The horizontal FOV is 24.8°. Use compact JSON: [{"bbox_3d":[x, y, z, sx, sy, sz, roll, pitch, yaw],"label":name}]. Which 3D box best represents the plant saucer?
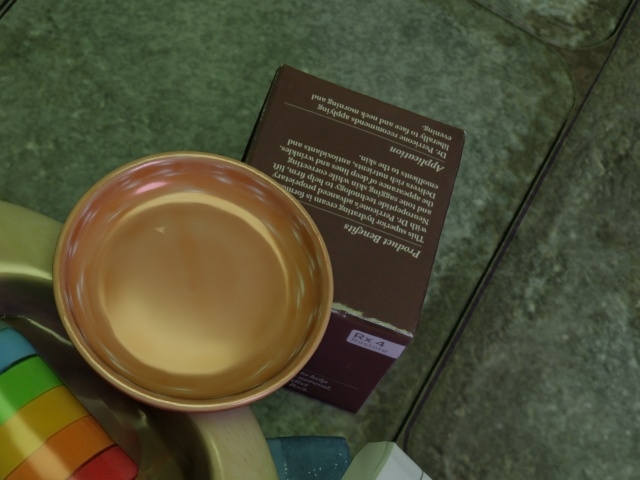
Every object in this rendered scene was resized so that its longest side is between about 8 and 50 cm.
[{"bbox_3d":[-0.091,0.031,1.043,0.200,0.037,0.200,5,64,-10],"label":"plant saucer"}]

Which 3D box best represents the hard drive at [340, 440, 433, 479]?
[{"bbox_3d":[0.100,0.346,1.038,0.353,0.047,0.233,47,58,-19],"label":"hard drive"}]

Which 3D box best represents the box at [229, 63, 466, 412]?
[{"bbox_3d":[0.000,0.000,1.199,0.168,0.167,0.203,21,60,-4],"label":"box"}]

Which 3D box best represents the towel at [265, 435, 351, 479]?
[{"bbox_3d":[-0.033,0.190,1.173,0.119,0.029,0.067,0,64,-15],"label":"towel"}]

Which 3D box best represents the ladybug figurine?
[{"bbox_3d":[-0.218,0.159,1.060,0.305,0.162,0.449,-34,77,-28],"label":"ladybug figurine"}]
